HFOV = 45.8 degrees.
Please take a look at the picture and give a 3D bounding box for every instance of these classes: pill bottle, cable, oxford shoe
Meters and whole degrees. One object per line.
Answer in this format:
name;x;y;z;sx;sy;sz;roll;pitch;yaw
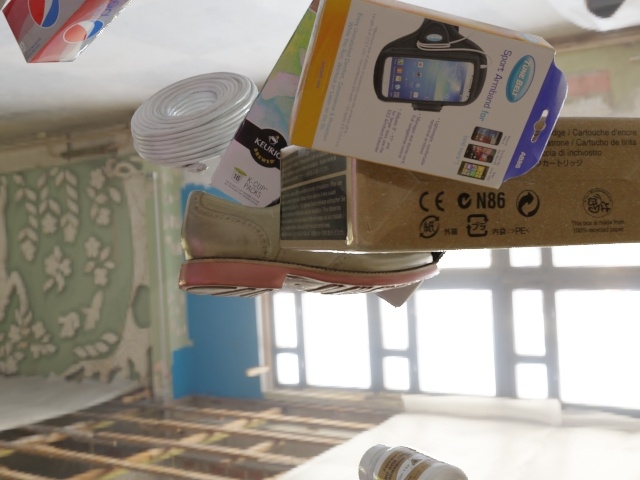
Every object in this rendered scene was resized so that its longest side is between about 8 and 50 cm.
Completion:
pill bottle;0.174;0.470;1.466;0.131;0.131;0.229;-3;-178;-29
cable;-0.237;-0.232;1.434;0.257;0.089;0.257;6;-139;29
oxford shoe;0.000;0.000;0.916;0.348;0.130;0.123;3;169;-33

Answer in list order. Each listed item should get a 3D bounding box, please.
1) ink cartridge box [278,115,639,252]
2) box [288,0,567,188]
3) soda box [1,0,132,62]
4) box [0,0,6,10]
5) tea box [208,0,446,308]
ink cartridge box;0.102;-0.037;0.559;0.234;0.088;0.193;-2;-179;-17
box;0.057;-0.077;0.398;0.136;0.081;0.028;10;-150;-12
soda box;-0.319;-0.346;1.027;0.263;0.092;0.083;-30;175;35
box;-0.389;-0.335;0.823;0.145;0.186;0.038;32;-156;-28
tea box;0.078;-0.146;1.079;0.329;0.324;0.220;33;-156;-2
